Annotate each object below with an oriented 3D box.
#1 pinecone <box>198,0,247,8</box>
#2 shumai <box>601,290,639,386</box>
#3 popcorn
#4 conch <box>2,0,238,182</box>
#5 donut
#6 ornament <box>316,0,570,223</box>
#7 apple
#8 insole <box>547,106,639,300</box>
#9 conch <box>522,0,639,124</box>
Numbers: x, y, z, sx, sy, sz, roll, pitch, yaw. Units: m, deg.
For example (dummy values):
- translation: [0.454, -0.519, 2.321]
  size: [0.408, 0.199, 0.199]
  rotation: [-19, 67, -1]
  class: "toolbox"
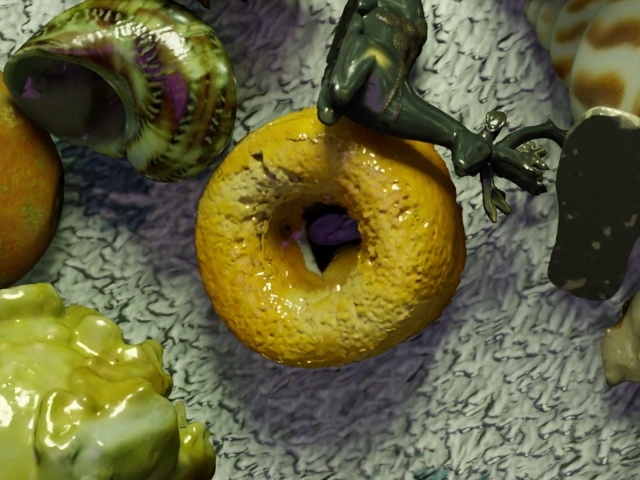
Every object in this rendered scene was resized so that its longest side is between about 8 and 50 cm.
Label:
- translation: [-0.081, -0.289, 0.925]
  size: [0.205, 0.179, 0.184]
  rotation: [9, 141, 6]
  class: "pinecone"
- translation: [0.294, 0.094, 0.937]
  size: [0.116, 0.145, 0.145]
  rotation: [-4, 97, 31]
  class: "shumai"
- translation: [-0.264, 0.194, 0.975]
  size: [0.312, 0.312, 0.312]
  rotation: [2, 98, 11]
  class: "popcorn"
- translation: [-0.157, -0.130, 0.976]
  size: [0.187, 0.124, 0.181]
  rotation: [-11, 123, 33]
  class: "conch"
- translation: [0.003, 0.000, 0.988]
  size: [0.254, 0.118, 0.253]
  rotation: [7, 107, 23]
  class: "donut"
- translation: [0.117, -0.118, 0.941]
  size: [0.236, 0.202, 0.080]
  rotation: [26, 134, -10]
  class: "ornament"
- translation: [-0.346, -0.063, 1.013]
  size: [0.237, 0.207, 0.236]
  rotation: [6, 117, 13]
  class: "apple"
- translation: [0.224, -0.021, 0.895]
  size: [0.081, 0.247, 0.011]
  rotation: [17, 59, 15]
  class: "insole"
- translation: [0.281, -0.121, 0.891]
  size: [0.275, 0.183, 0.149]
  rotation: [54, 133, 10]
  class: "conch"
